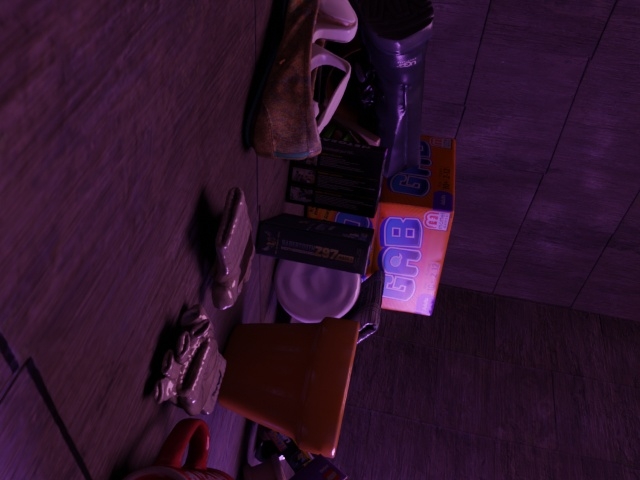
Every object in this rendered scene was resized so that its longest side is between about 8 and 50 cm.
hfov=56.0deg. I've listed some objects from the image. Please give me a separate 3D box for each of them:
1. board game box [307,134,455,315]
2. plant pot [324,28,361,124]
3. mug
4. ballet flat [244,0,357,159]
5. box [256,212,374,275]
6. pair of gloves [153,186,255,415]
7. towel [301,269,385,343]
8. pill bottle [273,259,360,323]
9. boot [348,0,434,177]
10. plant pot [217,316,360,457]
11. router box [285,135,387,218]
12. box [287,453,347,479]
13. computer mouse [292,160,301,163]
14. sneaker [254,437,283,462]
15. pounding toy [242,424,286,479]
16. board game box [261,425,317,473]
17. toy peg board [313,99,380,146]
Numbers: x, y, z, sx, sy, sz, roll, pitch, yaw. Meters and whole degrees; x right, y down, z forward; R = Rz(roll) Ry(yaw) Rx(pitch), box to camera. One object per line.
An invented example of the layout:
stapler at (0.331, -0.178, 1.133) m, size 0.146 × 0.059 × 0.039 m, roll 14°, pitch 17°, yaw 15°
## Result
board game box at (0.167, -0.064, 1.673) m, size 0.356 × 0.356 × 0.357 m, roll -74°, pitch 170°, yaw -50°
plant pot at (0.111, -0.427, 1.459) m, size 0.215 × 0.215 × 0.230 m, roll 95°, pitch -7°, yaw -45°
mug at (-0.146, 0.258, 0.587) m, size 0.150 × 0.113 × 0.169 m, roll 59°, pitch -8°, yaw 23°
ballet flat at (-0.009, -0.265, 0.818) m, size 0.123 × 0.123 × 0.349 m, roll 84°, pitch 17°, yaw -72°
box at (0.000, 0.000, 1.068) m, size 0.232 × 0.183 × 0.059 m, roll -39°, pitch 139°, yaw -81°
pair of gloves at (-0.123, 0.075, 0.685) m, size 0.204 × 0.042 × 0.240 m, roll 95°, pitch 9°, yaw -74°
towel at (0.018, 0.213, 1.468) m, size 0.324 × 0.056 × 0.312 m, roll -38°, pitch -170°, yaw 20°
pill bottle at (0.004, 0.092, 1.340) m, size 0.318 × 0.176 × 0.176 m, roll 50°, pitch 51°, yaw -84°
boot at (0.118, -0.383, 1.190) m, size 0.445 × 0.146 × 0.367 m, roll 69°, pitch 11°, yaw -67°
plant pot at (-0.050, 0.208, 0.926) m, size 0.205 × 0.187 × 0.205 m, roll 11°, pitch 90°, yaw -84°
router box at (0.030, -0.125, 1.158) m, size 0.046 × 0.178 × 0.133 m, roll -62°, pitch 162°, yaw -66°
box at (-0.089, 0.445, 0.803) m, size 0.293 × 0.057 × 0.201 m, roll -27°, pitch 136°, yaw -40°
computer mouse at (-0.050, -0.185, 1.007) m, size 0.242 × 0.041 × 0.071 m, roll 101°, pitch -15°, yaw -75°
sneaker at (-0.052, 0.413, 1.421) m, size 0.300 × 0.111 × 0.121 m, roll -59°, pitch 169°, yaw 7°
pounding toy at (-0.073, 0.522, 1.277) m, size 0.154 × 0.154 × 0.270 m, roll 138°, pitch -67°, yaw -80°
board game box at (-0.072, 0.393, 1.261) m, size 0.048 × 0.170 × 0.141 m, roll -37°, pitch 173°, yaw 0°
toy peg board at (0.030, -0.187, 1.261) m, size 0.079 × 0.161 × 0.161 m, roll -56°, pitch 171°, yaw -15°
